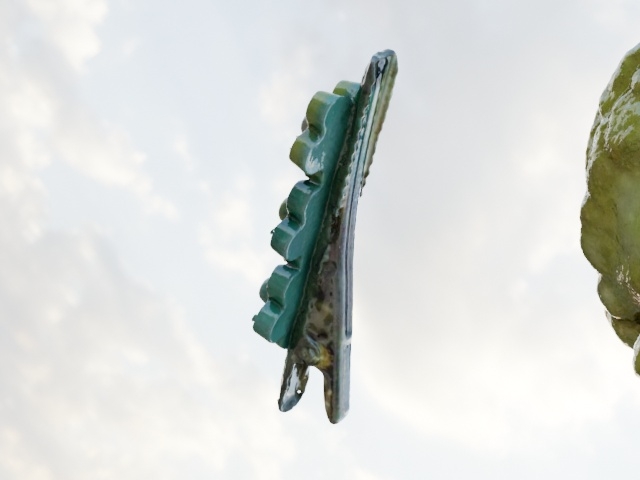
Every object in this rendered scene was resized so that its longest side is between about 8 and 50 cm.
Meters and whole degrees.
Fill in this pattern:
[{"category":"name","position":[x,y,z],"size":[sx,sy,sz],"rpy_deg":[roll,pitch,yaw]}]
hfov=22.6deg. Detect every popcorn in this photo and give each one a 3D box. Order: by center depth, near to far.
[{"category":"popcorn","position":[0.266,-0.015,0.983],"size":[0.250,0.242,0.235],"rpy_deg":[44,-61,8]}]

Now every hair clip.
[{"category":"hair clip","position":[-0.001,0.000,0.664],"size":[0.049,0.049,0.173],"rpy_deg":[32,-56,38]}]
